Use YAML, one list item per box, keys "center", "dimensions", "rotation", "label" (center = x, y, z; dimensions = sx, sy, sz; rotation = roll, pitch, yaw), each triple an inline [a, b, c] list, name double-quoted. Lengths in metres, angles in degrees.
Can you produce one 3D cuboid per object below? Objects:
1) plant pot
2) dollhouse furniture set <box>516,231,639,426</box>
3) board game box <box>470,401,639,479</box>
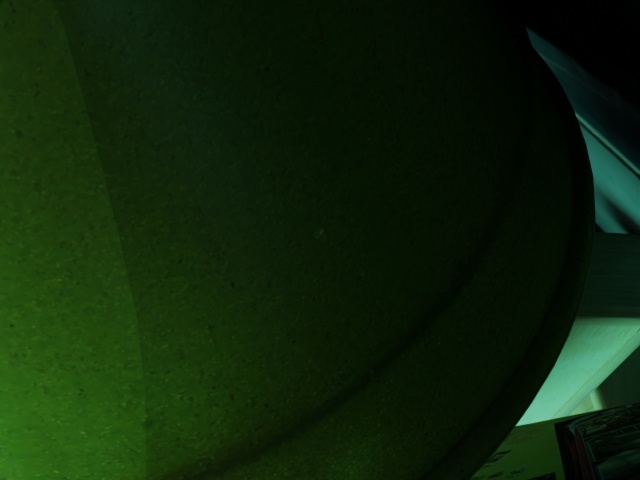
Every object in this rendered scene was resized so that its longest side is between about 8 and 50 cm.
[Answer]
- center: [-0.113, -0.098, 0.614]
  dimensions: [0.366, 0.366, 0.353]
  rotation: [45, 167, 40]
  label: "plant pot"
- center: [0.054, -0.068, 0.880]
  dimensions: [0.303, 0.174, 0.355]
  rotation: [4, -125, -25]
  label: "dollhouse furniture set"
- center: [0.098, 0.108, 0.658]
  dimensions: [0.165, 0.243, 0.042]
  rotation: [-25, -84, -50]
  label: "board game box"
